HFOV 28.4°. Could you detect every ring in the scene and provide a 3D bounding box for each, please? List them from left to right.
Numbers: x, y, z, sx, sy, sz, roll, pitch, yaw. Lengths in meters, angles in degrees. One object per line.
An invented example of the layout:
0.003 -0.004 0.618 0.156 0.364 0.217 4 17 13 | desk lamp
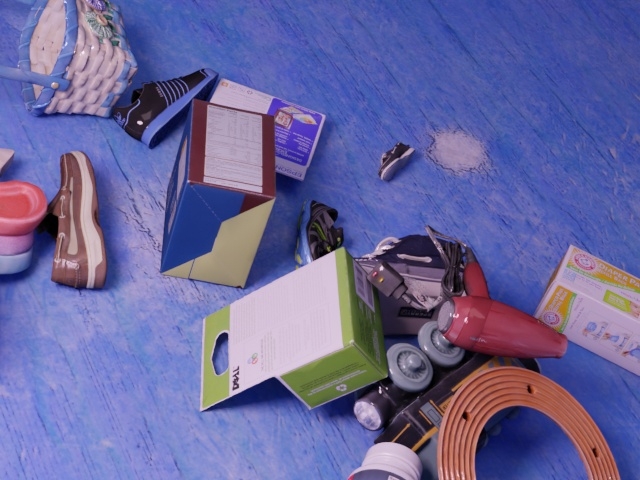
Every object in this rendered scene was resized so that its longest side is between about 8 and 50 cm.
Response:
0.292 0.338 1.757 0.337 0.032 0.336 16 59 -29 | ring

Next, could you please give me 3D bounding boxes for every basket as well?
-0.467 -0.339 2.112 0.289 0.201 0.254 7 43 -31 | basket

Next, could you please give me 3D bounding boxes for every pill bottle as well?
0.076 0.358 1.667 0.108 0.108 0.180 23 40 1 | pill bottle

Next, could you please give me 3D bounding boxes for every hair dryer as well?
0.235 0.078 1.844 0.293 0.080 0.223 39 41 18 | hair dryer

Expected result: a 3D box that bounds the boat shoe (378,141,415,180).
0.129 -0.145 2.279 0.038 0.046 0.125 33 39 13 | boat shoe

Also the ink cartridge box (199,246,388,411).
-0.043 0.149 1.817 0.097 0.255 0.189 47 26 -37 | ink cartridge box

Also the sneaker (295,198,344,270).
0.000 0.000 2.051 0.078 0.067 0.188 10 39 -4 | sneaker

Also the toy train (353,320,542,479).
0.193 0.218 1.859 0.190 0.142 0.334 49 45 12 | toy train

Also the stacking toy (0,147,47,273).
-0.571 -0.045 1.854 0.309 0.130 0.279 10 24 -22 | stacking toy

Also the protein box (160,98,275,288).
-0.159 -0.073 1.959 0.136 0.200 0.201 11 42 -12 | protein box

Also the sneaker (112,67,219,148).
-0.266 -0.250 2.196 0.090 0.081 0.232 36 43 5 | sneaker

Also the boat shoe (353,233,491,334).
0.096 0.061 2.002 0.340 0.127 0.158 11 35 -24 | boat shoe

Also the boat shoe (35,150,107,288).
-0.385 -0.039 1.911 0.095 0.095 0.257 -3 46 -18 | boat shoe

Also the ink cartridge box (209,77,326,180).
-0.110 -0.184 2.219 0.206 0.045 0.208 20 40 -2 | ink cartridge box

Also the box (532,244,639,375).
0.472 0.115 2.102 0.203 0.103 0.114 27 41 6 | box
